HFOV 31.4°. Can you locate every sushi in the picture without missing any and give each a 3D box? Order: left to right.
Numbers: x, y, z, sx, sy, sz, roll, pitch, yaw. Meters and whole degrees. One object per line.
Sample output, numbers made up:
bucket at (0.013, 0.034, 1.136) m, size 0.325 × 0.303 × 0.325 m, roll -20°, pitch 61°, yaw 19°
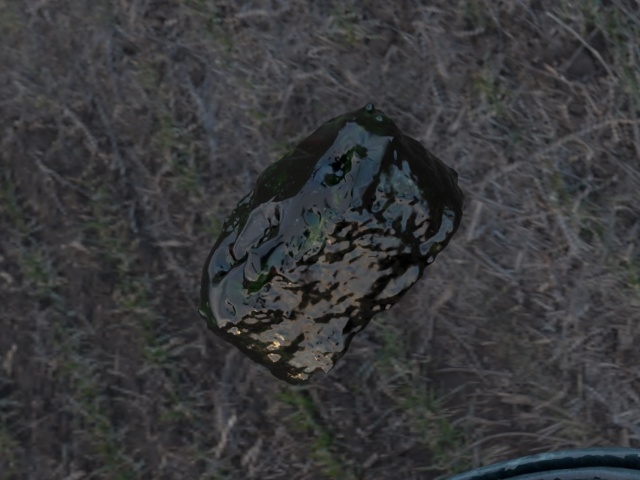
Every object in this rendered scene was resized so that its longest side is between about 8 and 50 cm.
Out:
sushi at (0.000, 0.000, 0.887) m, size 0.225 × 0.127 × 0.124 m, roll -46°, pitch 27°, yaw 22°

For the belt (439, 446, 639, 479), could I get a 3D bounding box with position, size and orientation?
belt at (0.061, 0.161, 0.385) m, size 0.268 × 0.206 × 0.116 m, roll -27°, pitch 106°, yaw -2°
